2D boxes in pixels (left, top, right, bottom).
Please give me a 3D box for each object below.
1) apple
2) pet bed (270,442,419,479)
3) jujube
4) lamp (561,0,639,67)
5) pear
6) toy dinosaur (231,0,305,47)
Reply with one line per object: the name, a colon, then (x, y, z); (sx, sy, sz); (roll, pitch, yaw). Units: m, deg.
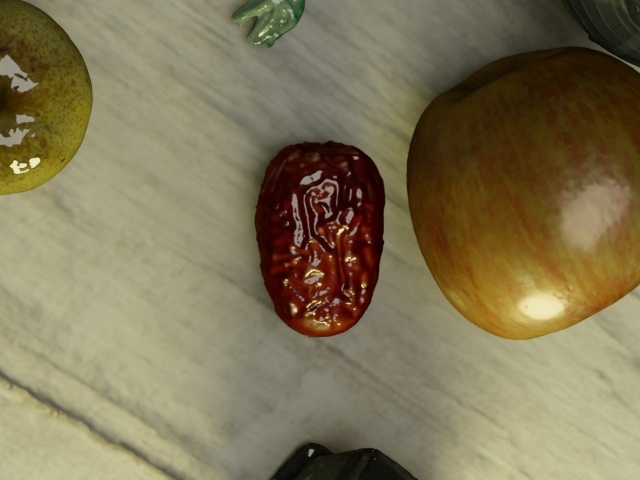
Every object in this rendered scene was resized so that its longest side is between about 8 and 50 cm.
apple: (0.198, -0.052, 1.391); (0.264, 0.264, 0.264); (-3, 102, -16)
pet bed: (0.034, 0.313, 1.480); (0.211, 0.159, 0.183); (41, 62, -21)
jujube: (0.000, 0.000, 1.421); (0.112, 0.109, 0.176); (6, 105, 17)
lamp: (0.328, -0.253, 1.368); (0.265, 0.233, 0.233); (7, 101, 19)
pear: (-0.268, -0.117, 1.301); (0.167, 0.136, 0.167); (-3, 104, -11)
toy dinosaur: (-0.051, -0.359, 1.352); (0.129, 0.076, 0.383); (5, 103, -24)
